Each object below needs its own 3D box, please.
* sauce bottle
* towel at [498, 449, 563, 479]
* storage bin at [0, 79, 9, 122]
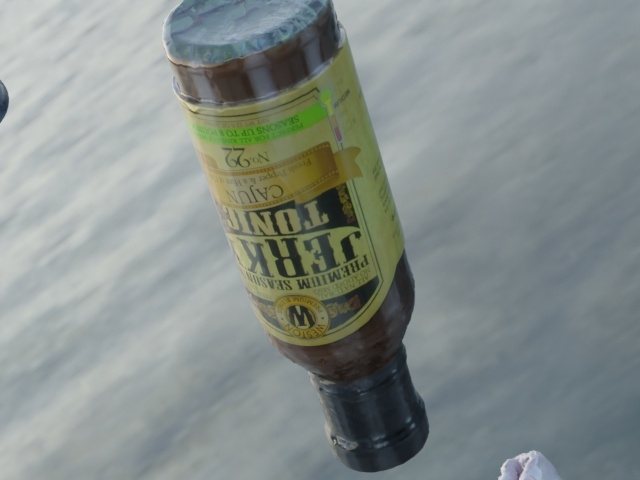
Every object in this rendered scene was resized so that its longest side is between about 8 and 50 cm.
[{"bbox_3d":[0.000,0.000,1.096,0.111,0.344,0.111,-14,33,9],"label":"sauce bottle"},{"bbox_3d":[0.179,0.358,1.148,0.053,0.332,0.317,-20,25,38],"label":"towel"},{"bbox_3d":[-0.188,-0.056,0.603,0.135,0.091,0.098,-36,54,-14],"label":"storage bin"}]
